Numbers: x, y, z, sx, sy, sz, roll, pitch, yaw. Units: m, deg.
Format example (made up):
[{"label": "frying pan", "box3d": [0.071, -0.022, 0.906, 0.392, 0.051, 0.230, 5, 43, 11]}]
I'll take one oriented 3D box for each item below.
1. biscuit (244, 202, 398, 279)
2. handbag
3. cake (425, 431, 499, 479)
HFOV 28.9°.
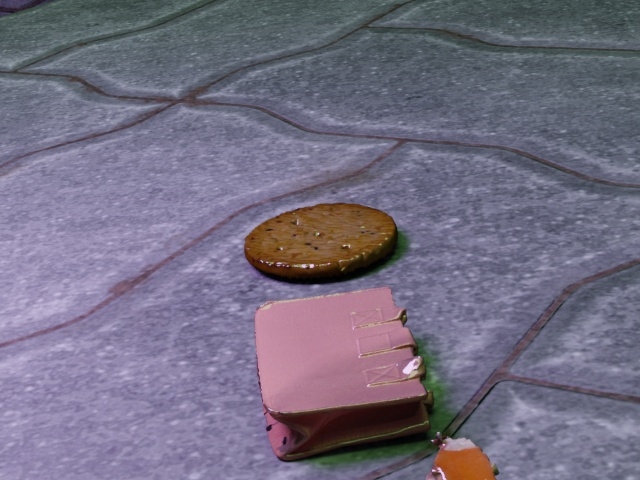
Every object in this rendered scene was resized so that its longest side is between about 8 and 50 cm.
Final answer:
[{"label": "biscuit", "box3d": [0.000, 0.001, 1.496, 0.188, 0.027, 0.188, -7, 24, 3]}, {"label": "handbag", "box3d": [0.019, 0.120, 1.179, 0.157, 0.059, 0.212, -10, 25, -3]}, {"label": "cake", "box3d": [0.082, 0.232, 0.854, 0.135, 0.098, 0.287, -7, 24, 1]}]
